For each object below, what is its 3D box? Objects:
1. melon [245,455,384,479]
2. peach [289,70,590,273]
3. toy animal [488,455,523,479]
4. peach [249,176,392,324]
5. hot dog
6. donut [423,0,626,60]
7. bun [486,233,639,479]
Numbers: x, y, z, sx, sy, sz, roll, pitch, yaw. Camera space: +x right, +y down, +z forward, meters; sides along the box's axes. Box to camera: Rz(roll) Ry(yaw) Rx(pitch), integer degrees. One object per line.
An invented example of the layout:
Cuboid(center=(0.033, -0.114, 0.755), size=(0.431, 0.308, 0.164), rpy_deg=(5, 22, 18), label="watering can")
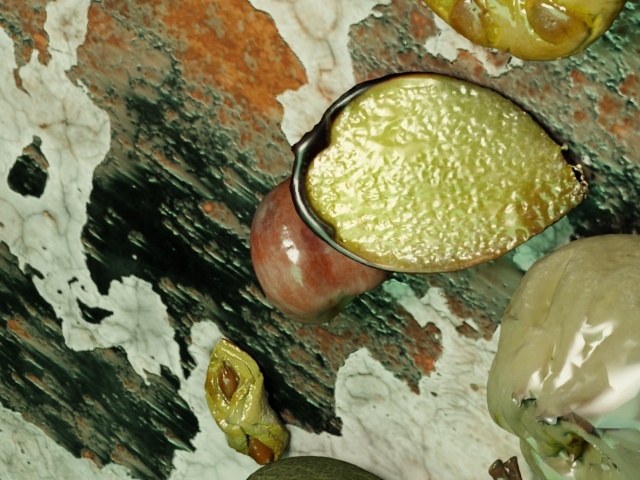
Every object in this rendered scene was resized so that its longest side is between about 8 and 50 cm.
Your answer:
Cuboid(center=(0.023, 0.373, 1.766), size=(0.302, 0.237, 0.237), rpy_deg=(36, 132, 10), label="melon")
Cuboid(center=(0.112, -0.062, 1.527), size=(0.279, 0.068, 0.189), rpy_deg=(8, 96, 9), label="peach")
Cuboid(center=(0.265, 0.312, 1.686), size=(0.275, 0.054, 0.149), rpy_deg=(27, 127, 21), label="toy animal")
Cuboid(center=(0.000, 0.000, 1.626), size=(0.152, 0.152, 0.152), rpy_deg=(17, 127, 25), label="peach")
Cuboid(center=(-0.089, 0.194, 1.849), size=(0.078, 0.061, 0.169), rpy_deg=(-13, 110, 38), label="hot dog")
Cuboid(center=(0.166, -0.260, 1.343), size=(0.227, 0.114, 0.226), rpy_deg=(17, 127, 24), label="donut")
Cuboid(center=(0.272, 0.134, 1.463), size=(0.281, 0.205, 0.281), rpy_deg=(16, 125, 25), label="bun")
